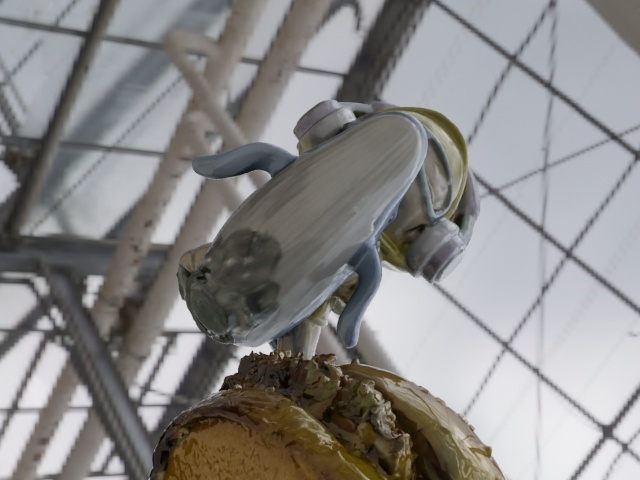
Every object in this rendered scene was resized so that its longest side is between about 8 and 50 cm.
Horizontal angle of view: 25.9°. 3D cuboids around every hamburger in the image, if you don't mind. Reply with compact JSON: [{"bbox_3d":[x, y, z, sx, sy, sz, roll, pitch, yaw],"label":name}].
[{"bbox_3d":[0.004,0.136,0.602,0.182,0.118,0.191,-42,-110,42],"label":"hamburger"}]

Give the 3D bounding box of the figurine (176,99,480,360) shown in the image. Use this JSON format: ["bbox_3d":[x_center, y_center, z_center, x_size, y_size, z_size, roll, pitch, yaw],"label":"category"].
[{"bbox_3d":[0.000,0.000,0.767,0.128,0.184,0.208,50,-42,11],"label":"figurine"}]
